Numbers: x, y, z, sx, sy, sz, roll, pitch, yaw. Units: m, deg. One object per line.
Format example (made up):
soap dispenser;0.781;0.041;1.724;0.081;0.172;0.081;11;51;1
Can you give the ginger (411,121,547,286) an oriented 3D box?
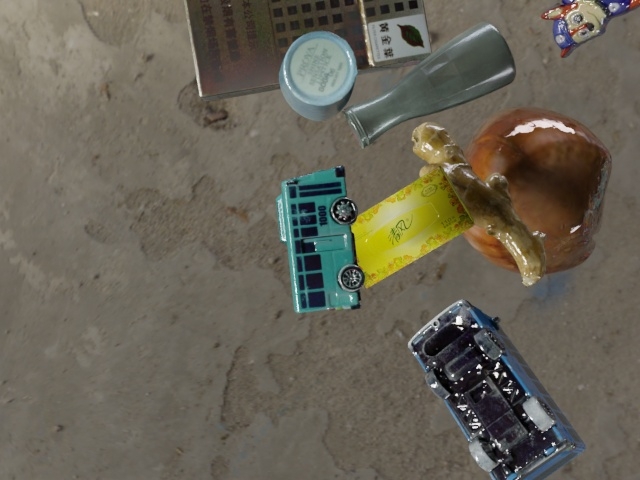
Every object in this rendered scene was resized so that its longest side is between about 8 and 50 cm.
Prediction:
ginger;0.257;-0.064;1.294;0.334;0.081;0.148;43;62;14

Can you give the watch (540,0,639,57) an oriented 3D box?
watch;0.456;-0.425;1.234;0.200;0.196;0.171;-32;93;-51

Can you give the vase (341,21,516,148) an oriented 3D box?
vase;0.134;-0.190;0.974;0.214;0.086;0.086;-28;91;0

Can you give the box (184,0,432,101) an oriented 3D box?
box;-0.020;-0.310;1.071;0.325;0.047;0.180;-9;90;3

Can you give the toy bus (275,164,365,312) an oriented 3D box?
toy bus;0.000;0.000;0.869;0.092;0.079;0.160;-6;88;1

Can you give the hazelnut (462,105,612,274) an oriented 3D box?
hazelnut;0.417;-0.100;1.574;0.315;0.372;0.372;-5;81;-28

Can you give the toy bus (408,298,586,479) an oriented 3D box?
toy bus;0.232;0.204;1.024;0.133;0.116;0.234;25;28;-51

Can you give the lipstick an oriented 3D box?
lipstick;-0.006;-0.147;0.731;0.061;0.274;0.068;-43;96;2

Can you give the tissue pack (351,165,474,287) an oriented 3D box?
tissue pack;0.116;-0.019;1.074;0.176;0.062;0.095;-31;91;12
